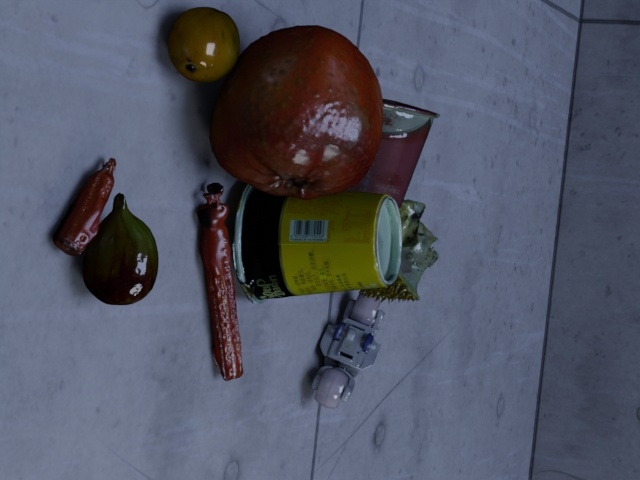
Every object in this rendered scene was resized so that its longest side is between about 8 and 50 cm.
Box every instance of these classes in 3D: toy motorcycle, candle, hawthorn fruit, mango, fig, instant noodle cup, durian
[{"bbox_3d":[0.051,0.210,2.552,0.254,0.112,0.112,-64,147,-35],"label":"toy motorcycle"},{"bbox_3d":[-0.305,-0.047,1.834,0.048,0.053,0.162,71,34,-50],"label":"candle"},{"bbox_3d":[-0.029,-0.199,2.098,0.275,0.275,0.300,66,32,-45],"label":"hawthorn fruit"},{"bbox_3d":[-0.164,-0.287,2.009,0.163,0.089,0.111,-8,99,-69],"label":"mango"},{"bbox_3d":[-0.271,0.011,1.851,0.103,0.109,0.155,-19,107,-56],"label":"fig"},{"bbox_3d":[-0.158,0.073,2.151,0.051,0.048,0.329,-12,113,-18],"label":"candle"},{"bbox_3d":[0.074,-0.164,2.375,0.235,0.234,0.178,-2,108,-63],"label":"instant noodle cup"},{"bbox_3d":[0.000,0.000,2.208,0.215,0.236,0.216,0,90,-70],"label":"instant noodle cup"},{"bbox_3d":[0.142,0.007,2.590,0.306,0.166,0.172,-41,134,-65],"label":"durian"}]
